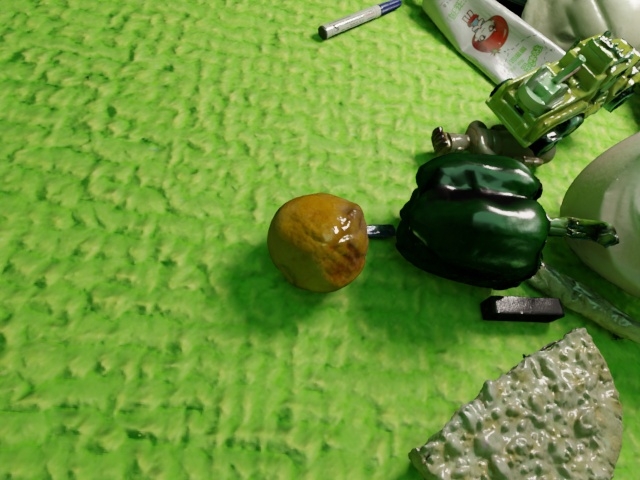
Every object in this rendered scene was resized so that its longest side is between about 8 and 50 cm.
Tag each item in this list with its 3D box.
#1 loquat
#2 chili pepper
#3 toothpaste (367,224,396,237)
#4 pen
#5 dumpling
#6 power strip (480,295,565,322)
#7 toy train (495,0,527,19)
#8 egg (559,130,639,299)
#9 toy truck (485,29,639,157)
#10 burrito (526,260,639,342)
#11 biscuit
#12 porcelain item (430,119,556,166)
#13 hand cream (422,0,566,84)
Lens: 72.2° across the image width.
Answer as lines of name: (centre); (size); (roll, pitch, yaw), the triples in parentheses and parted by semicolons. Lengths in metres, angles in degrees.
loquat: (0.000, 0.000, 0.563); (0.137, 0.113, 0.137); (-4, 43, 4)
chili pepper: (0.239, -0.015, 0.588); (0.261, 0.165, 0.174); (12, 44, -2)
toothpaste: (0.069, -0.013, 0.630); (0.083, 0.019, 0.027); (-3, 41, -14)
pen: (0.079, -0.424, 0.834); (0.204, 0.025, 0.025); (-33, 75, -25)
dumpling: (0.493, -0.396, 0.838); (0.227, 0.175, 0.243); (-22, 70, 11)
power strip: (0.280, 0.095, 0.611); (0.111, 0.038, 0.029); (4, 62, -11)
toy train: (0.282, -0.548, 0.905); (0.409, 0.089, 0.086); (21, 67, -2)
egg: (0.439, -0.018, 0.627); (0.162, 0.206, 0.271); (-10, 79, 9)
toy truck: (0.406, -0.251, 0.689); (0.259, 0.135, 0.128); (-26, 72, -21)
burrito: (0.379, 0.085, 0.635); (0.185, 0.041, 0.045); (32, 71, 7)
biscuit: (0.245, 0.236, 0.510); (0.281, 0.084, 0.179); (-23, 75, -19)
porcelain item: (0.280, -0.159, 0.727); (0.213, 0.054, 0.084); (-3, 63, -15)
hand cream: (0.314, -0.398, 0.836); (0.121, 0.076, 0.336); (-46, 78, 13)
